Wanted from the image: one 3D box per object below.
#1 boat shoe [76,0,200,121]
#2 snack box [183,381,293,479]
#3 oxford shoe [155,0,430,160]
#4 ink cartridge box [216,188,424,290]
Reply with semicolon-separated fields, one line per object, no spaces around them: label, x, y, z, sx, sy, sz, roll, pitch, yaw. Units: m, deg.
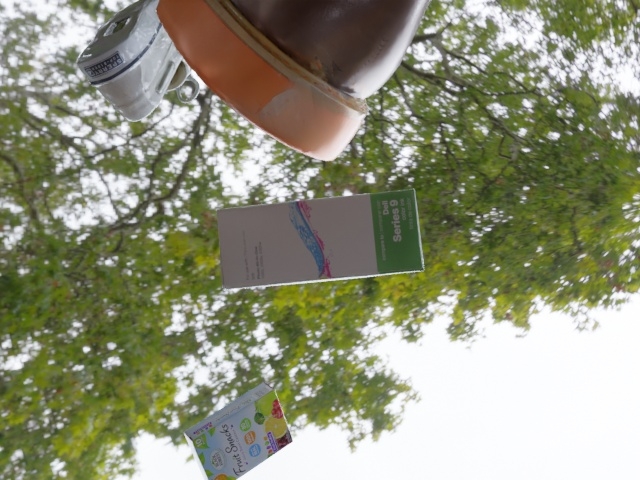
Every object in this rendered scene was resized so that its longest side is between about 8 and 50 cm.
boat shoe;-0.254;-0.284;1.102;0.135;0.367;0.157;-22;-59;11
snack box;-0.117;0.289;1.036;0.037;0.141;0.100;16;-52;56
oxford shoe;-0.050;-0.205;0.424;0.133;0.130;0.364;-50;-125;21
ink cartridge box;0.000;0.000;0.796;0.212;0.154;0.093;-7;-91;2
